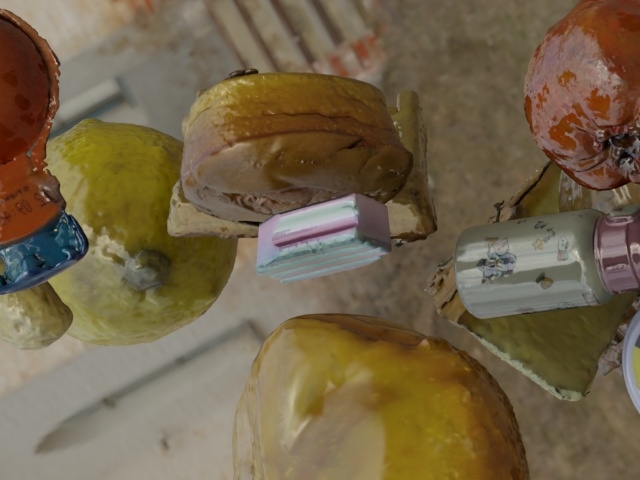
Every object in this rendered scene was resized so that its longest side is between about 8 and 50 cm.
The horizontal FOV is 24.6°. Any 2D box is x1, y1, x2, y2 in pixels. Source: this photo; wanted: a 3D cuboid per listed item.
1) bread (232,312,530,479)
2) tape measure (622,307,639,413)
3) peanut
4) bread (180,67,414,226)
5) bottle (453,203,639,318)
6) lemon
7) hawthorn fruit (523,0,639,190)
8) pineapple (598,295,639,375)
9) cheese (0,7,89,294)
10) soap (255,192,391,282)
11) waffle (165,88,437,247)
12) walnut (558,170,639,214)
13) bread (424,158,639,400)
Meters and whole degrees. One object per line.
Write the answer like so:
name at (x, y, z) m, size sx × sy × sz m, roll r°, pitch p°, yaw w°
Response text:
bread at (0.049, 0.249, 1.219) m, size 0.394 × 0.250 × 0.361 m, roll 112°, pitch 163°, yaw -73°
tape measure at (0.425, 0.130, 1.621) m, size 0.178 × 0.105 × 0.196 m, roll 42°, pitch 129°, yaw 43°
peanut at (-0.392, 0.068, 1.651) m, size 0.098 × 0.230 × 0.103 m, roll 105°, pitch 169°, yaw -76°
bread at (-0.029, -0.096, 1.673) m, size 0.195 × 0.270 × 0.142 m, roll 127°, pitch 136°, yaw -54°
bottle at (0.270, 0.022, 1.603) m, size 0.110 × 0.233 × 0.109 m, roll 23°, pitch -117°, yaw -54°
lemon at (-0.295, -0.007, 2.180) m, size 0.349 × 0.350 × 0.387 m, roll 62°, pitch 177°, yaw -22°
hawthorn fruit at (0.304, -0.166, 1.406) m, size 0.207 × 0.208 × 0.243 m, roll 63°, pitch -148°, yaw -44°
pineapple at (0.492, 0.122, 2.161) m, size 0.357 × 0.223 × 0.223 m, roll 27°, pitch 163°, yaw 24°
cheese at (-0.341, -0.103, 1.447) m, size 0.329 × 0.217 × 0.129 m, roll 60°, pitch 176°, yaw 15°
soap at (0.000, 0.000, 1.541) m, size 0.100 × 0.149 × 0.056 m, roll 22°, pitch -120°, yaw -53°
waffle at (-0.021, -0.101, 1.952) m, size 0.304 × 0.348 × 0.077 m, roll -86°, pitch -5°, yaw -57°
walnut at (0.409, -0.064, 1.912) m, size 0.213 × 0.213 × 0.213 m, roll 61°, pitch 178°, yaw 3°
bread at (0.305, 0.046, 1.916) m, size 0.248 × 0.279 × 0.315 m, roll 41°, pitch 179°, yaw -7°
